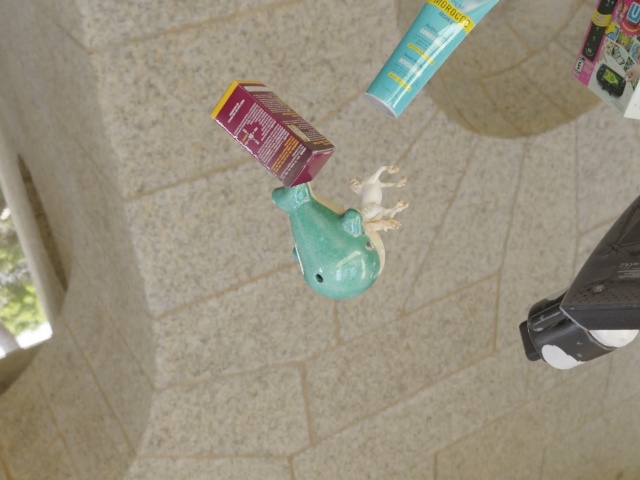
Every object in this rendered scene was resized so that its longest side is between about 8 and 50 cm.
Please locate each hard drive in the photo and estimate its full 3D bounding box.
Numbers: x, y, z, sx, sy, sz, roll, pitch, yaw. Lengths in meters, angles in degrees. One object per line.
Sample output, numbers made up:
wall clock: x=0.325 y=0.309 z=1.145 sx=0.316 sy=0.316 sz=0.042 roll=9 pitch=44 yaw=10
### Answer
hard drive: x=0.406 y=0.018 z=0.915 sx=0.172 sy=0.054 sz=0.254 roll=-8 pitch=-153 yaw=48

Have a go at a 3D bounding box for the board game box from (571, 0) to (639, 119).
board game box: x=0.597 y=-0.403 z=1.435 sx=0.097 sy=0.304 sz=0.224 roll=4 pitch=-149 yaw=-16

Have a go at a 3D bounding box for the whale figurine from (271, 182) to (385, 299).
whale figurine: x=0.000 y=0.000 z=1.547 sx=0.216 sy=0.272 sz=0.141 roll=-31 pitch=-169 yaw=45

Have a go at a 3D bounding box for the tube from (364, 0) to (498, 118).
tube: x=0.137 y=-0.251 z=0.995 sx=0.207 sy=0.080 sz=0.052 roll=-54 pitch=-170 yaw=-3

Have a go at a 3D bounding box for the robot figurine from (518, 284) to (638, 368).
robot figurine: x=0.586 y=0.187 z=1.784 sx=0.278 sy=0.174 sz=0.209 roll=-37 pitch=-178 yaw=44

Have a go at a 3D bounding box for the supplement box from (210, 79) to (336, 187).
supplement box: x=-0.079 y=-0.184 z=1.335 sx=0.188 sy=0.081 sz=0.104 roll=43 pitch=-157 yaw=10

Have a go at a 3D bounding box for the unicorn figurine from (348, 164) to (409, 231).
unicorn figurine: x=0.096 y=-0.083 z=1.361 sx=0.111 sy=0.060 sz=0.162 roll=-17 pitch=-140 yaw=27
